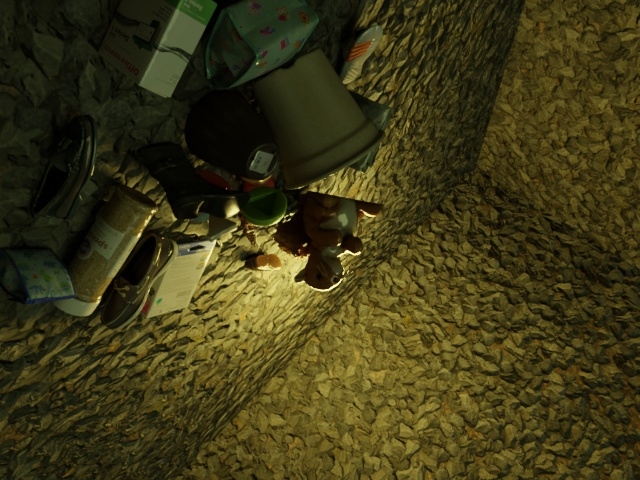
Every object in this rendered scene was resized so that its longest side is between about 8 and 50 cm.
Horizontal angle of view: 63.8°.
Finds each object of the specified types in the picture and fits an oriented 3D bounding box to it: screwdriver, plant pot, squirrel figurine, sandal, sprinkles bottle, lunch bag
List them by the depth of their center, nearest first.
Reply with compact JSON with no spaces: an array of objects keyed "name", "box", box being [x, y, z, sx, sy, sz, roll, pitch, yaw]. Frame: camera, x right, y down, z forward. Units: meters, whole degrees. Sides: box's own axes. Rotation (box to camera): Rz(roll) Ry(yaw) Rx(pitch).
[{"name":"lunch bag","box":[-0.674,0.093,1.219,0.096,0.151,0.129,-59,157,17]},{"name":"lunch bag","box":[-0.162,-0.492,1.283,0.223,0.160,0.262,-40,-172,-27]},{"name":"sprinkles bottle","box":[-0.570,0.028,1.355,0.355,0.121,0.121,-55,157,8]},{"name":"plant pot","box":[-0.216,-0.261,1.387,0.216,0.230,0.215,-27,139,-27]},{"name":"plant pot","box":[-0.030,-0.361,1.474,0.334,0.305,0.333,-27,-163,9]},{"name":"sandal","box":[0.108,-0.630,1.713,0.102,0.076,0.265,-18,164,-30]},{"name":"lunch bag","box":[0.090,-0.380,1.734,0.169,0.287,0.235,-2,119,-61]},{"name":"screwdriver","box":[-0.374,-0.029,1.782,0.024,0.025,0.169,-43,147,-18]},{"name":"squirrel figurine","box":[0.000,0.000,2.029,0.281,0.397,0.369,6,97,-41]}]

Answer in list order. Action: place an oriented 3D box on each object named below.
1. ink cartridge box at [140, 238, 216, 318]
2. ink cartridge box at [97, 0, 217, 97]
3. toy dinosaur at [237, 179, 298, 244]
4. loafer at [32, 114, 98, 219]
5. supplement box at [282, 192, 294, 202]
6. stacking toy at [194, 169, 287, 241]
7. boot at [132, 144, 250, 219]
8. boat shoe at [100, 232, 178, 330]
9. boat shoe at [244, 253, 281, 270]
[{"name":"ink cartridge box","box":[-0.481,0.113,1.730,0.186,0.065,0.311,-12,138,-57]},{"name":"ink cartridge box","box":[-0.336,-0.431,1.050,0.219,0.160,0.093,-58,155,14]},{"name":"toy dinosaur","box":[-0.222,-0.119,1.818,0.219,0.164,0.322,-18,161,-30]},{"name":"loafer","box":[-0.565,-0.154,1.134,0.084,0.096,0.267,-9,135,-50]},{"name":"supplement box","box":[-0.149,-0.146,1.969,0.083,0.055,0.043,-22,144,-48]},{"name":"stacking toy","box":[-0.246,-0.103,1.520,0.309,0.279,0.130,-21,147,-15]},{"name":"boot","box":[-0.332,-0.169,1.360,0.263,0.229,0.091,-8,146,-47]},{"name":"boat shoe","box":[-0.558,0.120,1.533,0.324,0.117,0.097,-54,153,-4]},{"name":"boat shoe","box":[-0.241,0.095,2.157,0.073,0.073,0.207,-19,165,24]}]
